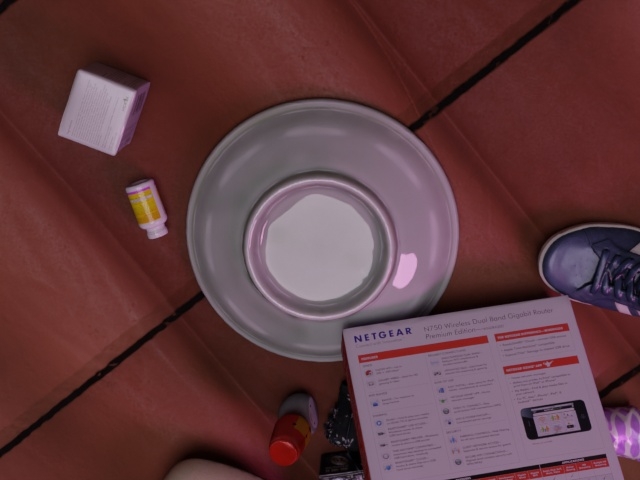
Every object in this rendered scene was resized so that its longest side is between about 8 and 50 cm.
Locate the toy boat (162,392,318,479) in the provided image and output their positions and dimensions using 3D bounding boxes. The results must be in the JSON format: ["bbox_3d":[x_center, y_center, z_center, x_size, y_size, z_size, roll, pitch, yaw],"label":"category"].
[{"bbox_3d":[-0.095,0.380,1.736,0.268,0.148,0.318,30,112,0],"label":"toy boat"}]

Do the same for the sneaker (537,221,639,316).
[{"bbox_3d":[0.484,0.066,1.605,0.350,0.148,0.131,11,106,0],"label":"sneaker"}]

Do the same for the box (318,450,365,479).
[{"bbox_3d":[0.098,0.397,1.751,0.180,0.077,0.147,-10,105,6],"label":"box"}]

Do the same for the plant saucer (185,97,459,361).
[{"bbox_3d":[0.000,0.000,1.635,0.401,0.100,0.400,1,105,3],"label":"plant saucer"}]

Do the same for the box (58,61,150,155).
[{"bbox_3d":[-0.301,-0.185,1.595,0.087,0.101,0.102,22,105,-3],"label":"box"}]

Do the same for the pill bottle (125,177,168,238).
[{"bbox_3d":[-0.250,-0.046,1.662,0.043,0.043,0.083,-17,104,7],"label":"pill bottle"}]

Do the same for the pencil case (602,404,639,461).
[{"bbox_3d":[0.379,0.295,1.705,0.206,0.086,0.088,-5,100,4],"label":"pencil case"}]

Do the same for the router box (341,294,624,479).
[{"bbox_3d":[0.218,0.247,1.583,0.336,0.082,0.301,-8,61,-4],"label":"router box"}]

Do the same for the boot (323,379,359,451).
[{"bbox_3d":[0.069,0.274,1.736,0.121,0.045,0.099,16,103,5],"label":"boot"}]
